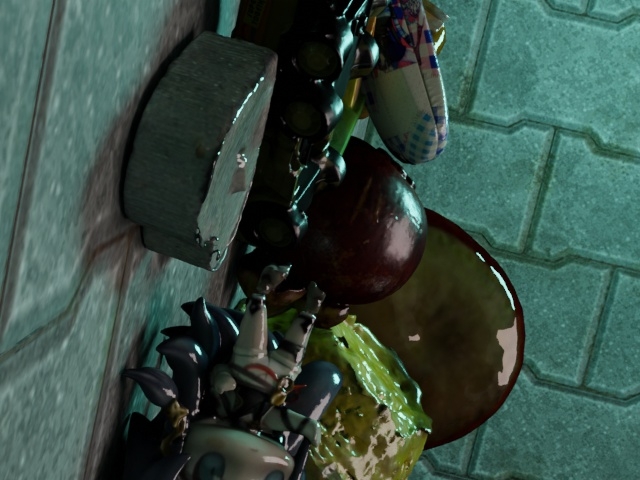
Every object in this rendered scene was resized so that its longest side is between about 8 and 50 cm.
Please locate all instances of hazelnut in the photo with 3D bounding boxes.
[{"bbox_3d":[0.103,0.129,1.827,0.359,0.409,0.359,-47,-174,6],"label":"hazelnut"}]

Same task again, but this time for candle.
[{"bbox_3d":[-0.081,-0.069,0.866,0.192,0.068,0.168,94,13,-75],"label":"candle"}]

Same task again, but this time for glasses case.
[{"bbox_3d":[0.070,-0.245,1.365,0.125,0.076,0.327,-9,-82,69],"label":"glasses case"}]

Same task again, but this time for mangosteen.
[{"bbox_3d":[0.000,0.000,1.415,0.257,0.215,0.215,-46,175,0],"label":"mangosteen"}]

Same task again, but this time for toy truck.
[{"bbox_3d":[-0.032,-0.115,1.004,0.127,0.127,0.257,-62,167,-48],"label":"toy truck"}]

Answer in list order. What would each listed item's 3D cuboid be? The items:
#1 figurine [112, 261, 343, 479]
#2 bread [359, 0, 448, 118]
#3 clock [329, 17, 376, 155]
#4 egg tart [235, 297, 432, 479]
[{"bbox_3d":[-0.078,0.165,1.005,0.197,0.175,0.265,106,8,-64],"label":"figurine"},{"bbox_3d":[0.069,-0.234,1.557,0.136,0.107,0.241,-55,-169,-15],"label":"bread"},{"bbox_3d":[0.002,-0.231,1.200,0.220,0.106,0.255,-68,170,-63],"label":"clock"},{"bbox_3d":[0.025,0.191,1.502,0.132,0.345,0.345,-39,-176,13],"label":"egg tart"}]
